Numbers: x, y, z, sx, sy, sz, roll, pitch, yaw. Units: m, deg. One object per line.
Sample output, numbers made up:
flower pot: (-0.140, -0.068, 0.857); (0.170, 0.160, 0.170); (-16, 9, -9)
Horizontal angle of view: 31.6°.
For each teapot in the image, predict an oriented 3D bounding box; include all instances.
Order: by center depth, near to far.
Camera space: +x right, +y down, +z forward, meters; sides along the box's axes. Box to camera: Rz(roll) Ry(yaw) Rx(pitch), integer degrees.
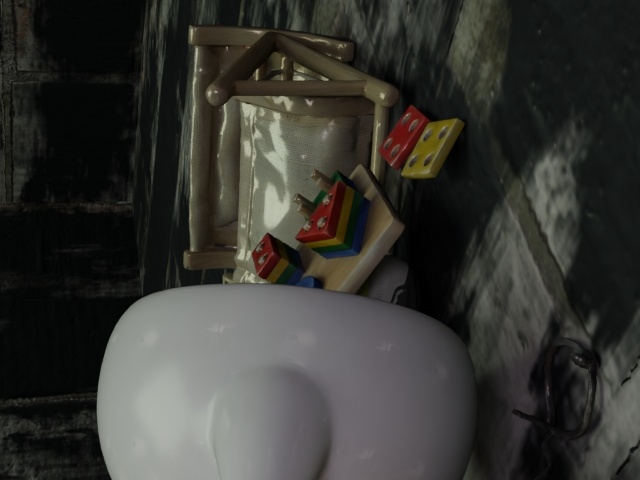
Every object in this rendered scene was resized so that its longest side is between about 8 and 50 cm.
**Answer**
teapot: (-0.025, 0.144, 0.694); (0.252, 0.256, 0.187); (-13, 65, 44)

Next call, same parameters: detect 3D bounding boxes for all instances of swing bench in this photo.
swing bench: (-0.039, -0.050, 1.043); (0.255, 0.165, 0.253); (-113, 24, -67)

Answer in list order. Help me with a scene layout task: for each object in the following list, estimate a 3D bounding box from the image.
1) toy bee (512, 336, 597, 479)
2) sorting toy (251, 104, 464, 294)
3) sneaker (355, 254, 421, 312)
toy bee: (0.096, 0.193, 0.552); (0.298, 0.162, 0.195); (-122, 32, -63)
sorting toy: (0.000, 0.000, 0.856); (0.274, 0.046, 0.132); (-53, 20, 13)
sneaker: (-0.037, 0.170, 0.919); (0.145, 0.147, 0.385); (-77, 12, -66)
